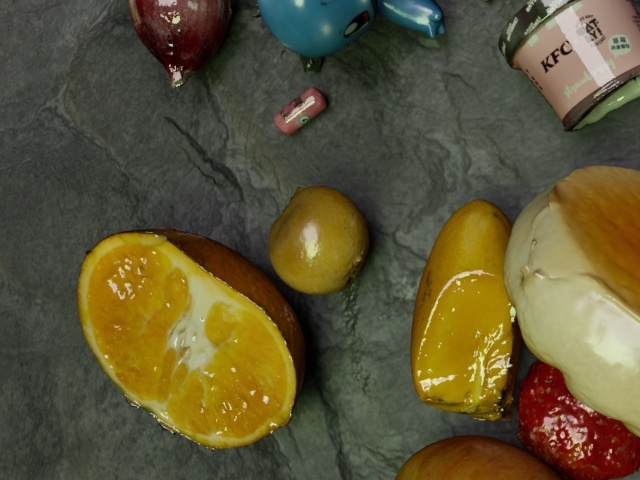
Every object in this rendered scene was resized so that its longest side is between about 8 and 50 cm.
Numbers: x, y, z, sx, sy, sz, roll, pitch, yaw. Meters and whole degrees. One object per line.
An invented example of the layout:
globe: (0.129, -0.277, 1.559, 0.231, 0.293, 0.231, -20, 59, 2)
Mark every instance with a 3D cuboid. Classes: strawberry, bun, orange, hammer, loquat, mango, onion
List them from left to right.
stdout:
onion: (-0.221, -0.334, 1.032, 0.159, 0.159, 0.195, 0, 90, 28)
orange: (-0.175, 0.119, 0.870, 0.310, 0.274, 0.274, 14, 87, -14)
hammer: (-0.029, -0.189, 0.964, 0.083, 0.043, 0.043, -34, 67, 18)
loquat: (0.000, 0.000, 0.859, 0.141, 0.141, 0.141, -5, 78, 27)
mango: (0.170, 0.075, 0.747, 0.126, 0.154, 0.252, 5, 81, 9)
strawberry: (0.290, 0.182, 0.713, 0.146, 0.082, 0.187, 24, 88, 23)
bun: (0.305, 0.071, 0.626, 0.299, 0.299, 0.165, 43, 135, 27)

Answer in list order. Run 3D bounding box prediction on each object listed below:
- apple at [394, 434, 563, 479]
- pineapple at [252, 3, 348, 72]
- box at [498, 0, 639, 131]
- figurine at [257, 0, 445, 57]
apple: (0.185, 0.311, 0.673, 0.235, 0.173, 0.210, 60, 149, 14)
pineapple: (-0.042, -0.384, 0.971, 0.130, 0.119, 0.277, -16, 69, -21)
box: (0.299, -0.208, 0.737, 0.151, 0.151, 0.135, -31, 77, 20)
figurine: (0.058, -0.426, 0.825, 0.243, 0.298, 0.416, -4, 58, 27)
